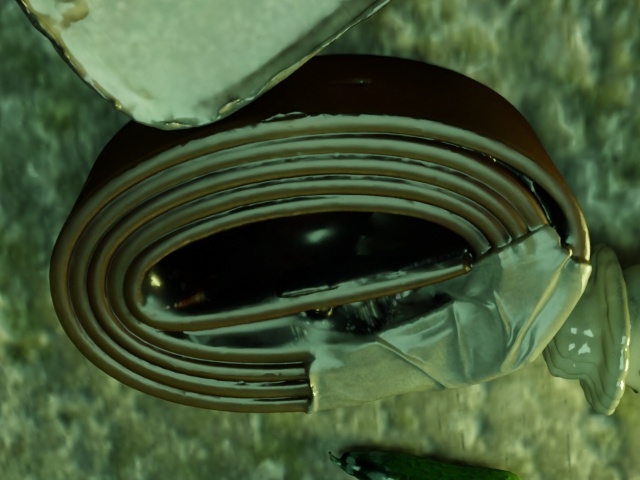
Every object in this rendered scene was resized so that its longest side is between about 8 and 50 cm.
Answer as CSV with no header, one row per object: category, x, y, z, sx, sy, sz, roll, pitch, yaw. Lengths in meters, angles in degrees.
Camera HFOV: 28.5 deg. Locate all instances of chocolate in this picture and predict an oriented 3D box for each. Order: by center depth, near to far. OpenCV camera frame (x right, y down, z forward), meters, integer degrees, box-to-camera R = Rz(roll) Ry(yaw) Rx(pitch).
chocolate,-0.031,-0.205,0.726,0.303,0.100,0.185,-35,107,12

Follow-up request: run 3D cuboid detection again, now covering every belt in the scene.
belt,0.000,0.000,0.822,0.339,0.122,0.217,-7,116,5

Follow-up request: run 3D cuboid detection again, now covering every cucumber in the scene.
cucumber,0.081,0.185,0.965,0.155,0.037,0.037,10,117,-4

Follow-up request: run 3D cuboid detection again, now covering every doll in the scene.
doll,0.278,0.056,0.851,0.293,0.138,0.119,-1,77,-1
